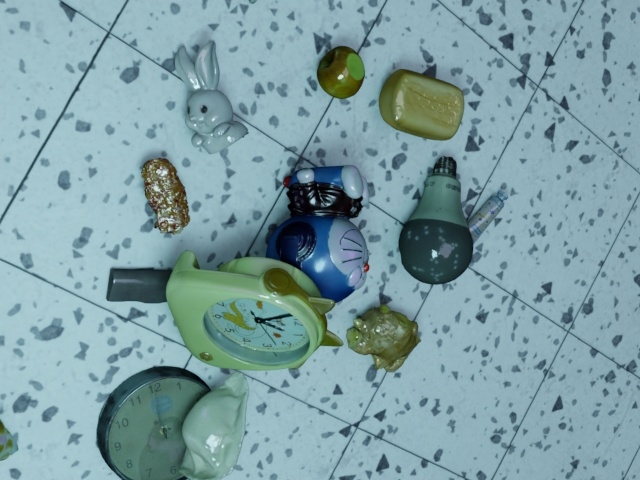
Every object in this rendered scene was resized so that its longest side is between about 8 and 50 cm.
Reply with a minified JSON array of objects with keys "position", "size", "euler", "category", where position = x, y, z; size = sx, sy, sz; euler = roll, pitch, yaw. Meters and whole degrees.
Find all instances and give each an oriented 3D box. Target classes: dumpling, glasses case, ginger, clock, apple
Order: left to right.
[{"position":[-0.358,0.098,1.783],"size":[0.190,0.042,0.072],"euler":[2,107,-28],"category":"glasses case"},{"position":[-0.348,0.416,1.840],"size":[0.280,0.055,0.281],"euler":[-6,103,-26],"category":"clock"},{"position":[-0.210,0.408,1.776],"size":[0.131,0.179,0.252],"euler":[35,84,-28],"category":"dumpling"},{"position":[-0.127,0.151,1.727],"size":[0.348,0.117,0.286],"euler":[2,136,12],"category":"clock"},{"position":[0.047,-0.374,1.865],"size":[0.102,0.099,0.114],"euler":[35,58,-36],"category":"apple"},{"position":[0.152,0.232,2.035],"size":[0.216,0.102,0.157],"euler":[33,111,-33],"category":"ginger"}]

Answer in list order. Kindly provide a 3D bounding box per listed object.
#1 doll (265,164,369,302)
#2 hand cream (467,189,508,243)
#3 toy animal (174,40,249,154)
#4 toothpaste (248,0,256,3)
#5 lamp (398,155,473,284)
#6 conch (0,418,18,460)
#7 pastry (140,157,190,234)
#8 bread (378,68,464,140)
[{"position":[0.000,0.000,1.843],"size":[0.284,0.240,0.310],"euler":[14,76,-65],"category":"doll"},{"position":[0.419,-0.058,2.149],"size":[0.171,0.043,0.065],"euler":[-49,116,-6],"category":"hand cream"},{"position":[-0.242,-0.291,1.721],"size":[0.131,0.103,0.221],"euler":[-47,120,-44],"category":"toy animal"},{"position":[-0.085,-0.600,1.788],"size":[0.060,0.038,0.233],"euler":[40,78,-31],"category":"toothpaste"},{"position":[0.277,-0.050,2.009],"size":[0.181,0.182,0.314],"euler":[-1,91,-27],"category":"lamp"},{"position":[-0.735,0.352,1.555],"size":[0.249,0.197,0.368],"euler":[-25,121,19],"category":"conch"},{"position":[-0.326,-0.096,1.751],"size":[0.087,0.063,0.170],"euler":[-16,112,-14],"category":"pastry"},{"position":[0.234,-0.318,1.970],"size":[0.217,0.098,0.147],"euler":[14,92,-31],"category":"bread"}]
